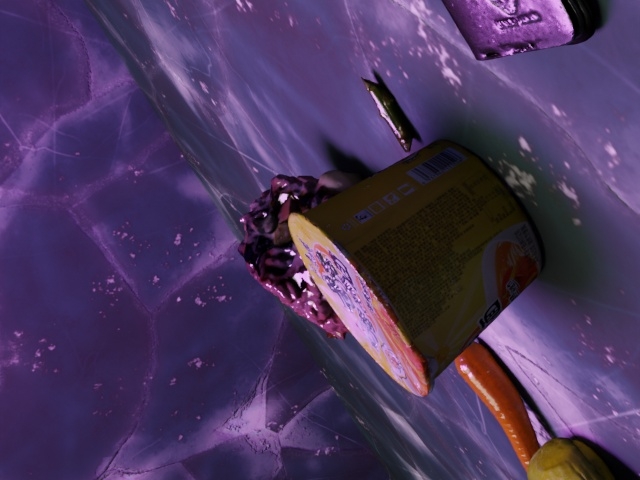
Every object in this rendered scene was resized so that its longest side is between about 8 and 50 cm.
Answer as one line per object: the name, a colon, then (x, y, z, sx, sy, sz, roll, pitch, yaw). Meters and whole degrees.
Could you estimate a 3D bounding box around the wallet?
wallet: (0.088, -0.276, 0.697, 0.318, 0.045, 0.172, 55, 169, -18)

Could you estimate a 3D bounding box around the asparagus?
asparagus: (0.084, -0.156, 1.115, 0.108, 0.021, 0.025, 56, 163, -14)

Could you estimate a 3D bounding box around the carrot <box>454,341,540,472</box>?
carrot: (0.293, 0.268, 1.434, 0.271, 0.066, 0.062, 56, -165, 0)

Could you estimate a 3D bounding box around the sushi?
sushi: (0.000, 0.000, 1.397, 0.171, 0.236, 0.270, 31, -176, -39)

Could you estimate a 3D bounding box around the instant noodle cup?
instant noodle cup: (0.115, 0.020, 1.074, 0.264, 0.200, 0.264, 50, 167, 16)

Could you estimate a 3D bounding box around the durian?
durian: (0.369, 0.357, 1.333, 0.139, 0.101, 0.250, 53, 174, -7)
